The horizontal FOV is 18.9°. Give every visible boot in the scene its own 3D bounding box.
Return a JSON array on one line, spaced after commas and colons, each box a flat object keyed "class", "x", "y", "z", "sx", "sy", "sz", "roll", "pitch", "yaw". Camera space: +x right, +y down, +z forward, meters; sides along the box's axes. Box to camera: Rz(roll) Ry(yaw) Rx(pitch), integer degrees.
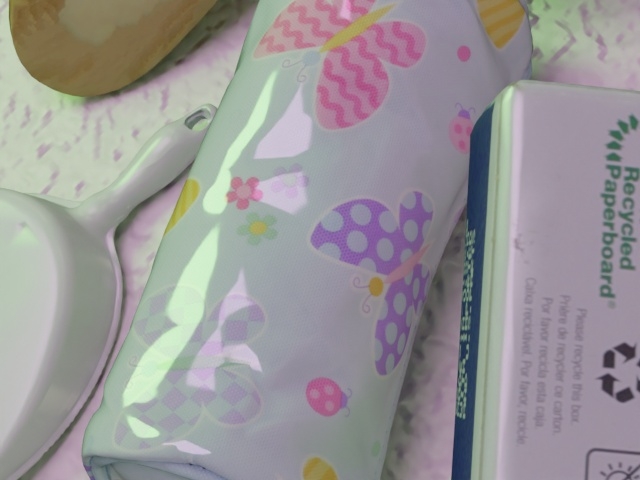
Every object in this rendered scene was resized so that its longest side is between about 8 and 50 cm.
[{"class": "boot", "x": -0.072, "y": -0.233, "z": 0.979, "sx": 0.295, "sy": 0.104, "sz": 0.211, "roll": -62, "pitch": 18, "yaw": 20}]

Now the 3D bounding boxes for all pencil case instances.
[{"class": "pencil case", "x": 0.000, "y": 0.000, "z": 0.795, "sx": 0.124, "sy": 0.113, "sz": 0.273, "roll": 16, "pitch": 68, "yaw": 7}]

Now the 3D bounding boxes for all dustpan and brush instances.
[{"class": "dustpan and brush", "x": -0.128, "y": 0.008, "z": 0.892, "sx": 0.211, "sy": 0.060, "sz": 0.147, "roll": -48, "pitch": 64, "yaw": 0}]

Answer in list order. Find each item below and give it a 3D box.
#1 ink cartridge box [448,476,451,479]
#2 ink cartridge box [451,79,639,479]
[{"class": "ink cartridge box", "x": 0.103, "y": 0.151, "z": 0.671, "sx": 0.158, "sy": 0.092, "sz": 0.218, "roll": 32, "pitch": 76, "yaw": 35}, {"class": "ink cartridge box", "x": 0.199, "y": 0.130, "z": 0.571, "sx": 0.330, "sy": 0.071, "sz": 0.324, "roll": 6, "pitch": 78, "yaw": -6}]
